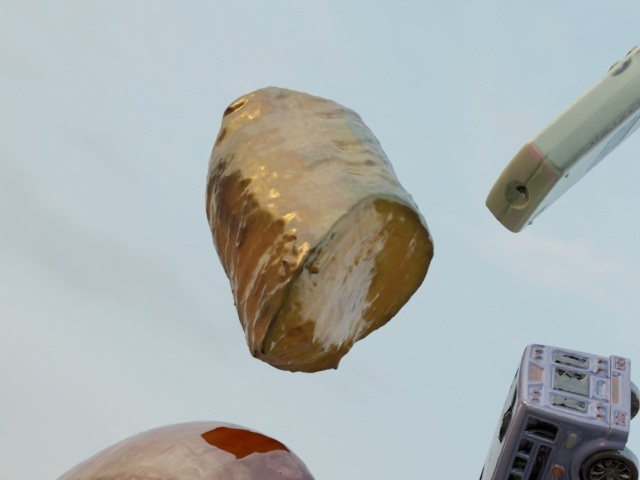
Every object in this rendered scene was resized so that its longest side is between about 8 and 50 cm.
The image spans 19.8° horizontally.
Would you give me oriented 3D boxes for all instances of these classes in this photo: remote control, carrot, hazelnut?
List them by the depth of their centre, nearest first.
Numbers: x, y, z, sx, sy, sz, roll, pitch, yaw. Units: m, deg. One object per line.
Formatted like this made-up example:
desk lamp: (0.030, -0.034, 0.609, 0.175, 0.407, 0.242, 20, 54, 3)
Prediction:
remote control: (0.288, -0.141, 1.612, 0.050, 0.344, 0.145, 46, -23, 8)
hazelnut: (-0.140, 0.362, 1.949, 0.366, 0.365, 0.366, 31, -21, 13)
carrot: (0.000, 0.000, 2.097, 0.241, 0.242, 0.340, 57, 7, -45)

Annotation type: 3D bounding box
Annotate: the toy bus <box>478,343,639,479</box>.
toy bus: (0.209, 0.244, 1.729, 0.133, 0.125, 0.292, 14, -55, 1)
